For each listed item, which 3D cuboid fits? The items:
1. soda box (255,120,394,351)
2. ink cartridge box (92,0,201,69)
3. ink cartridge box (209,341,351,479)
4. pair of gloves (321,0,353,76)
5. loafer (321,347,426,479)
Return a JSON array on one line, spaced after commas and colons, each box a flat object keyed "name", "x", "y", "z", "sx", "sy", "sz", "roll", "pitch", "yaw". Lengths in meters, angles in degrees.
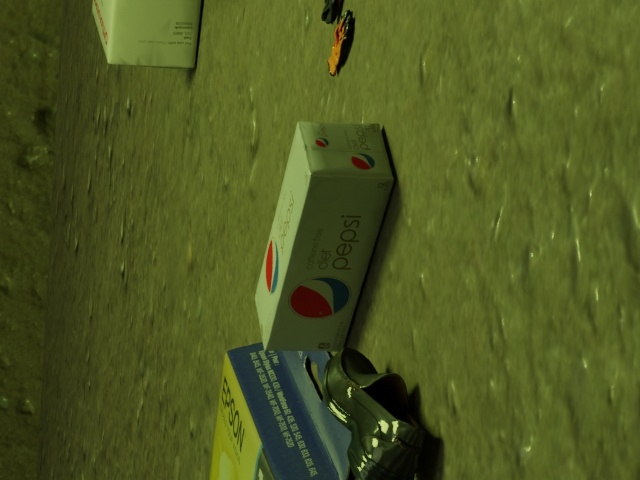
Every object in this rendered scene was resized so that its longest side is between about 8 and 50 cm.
[{"name": "soda box", "x": 0.000, "y": 0.000, "z": 1.577, "sx": 0.069, "sy": 0.074, "sz": 0.216, "roll": -103, "pitch": 20, "yaw": -44}, {"name": "ink cartridge box", "x": -0.218, "y": -0.383, "z": 2.376, "sx": 0.201, "sy": 0.117, "sz": 0.278, "roll": -114, "pitch": 28, "yaw": -59}, {"name": "ink cartridge box", "x": -0.045, "y": 0.232, "z": 1.753, "sx": 0.303, "sy": 0.072, "sz": 0.307, "roll": -119, "pitch": 31, "yaw": -64}, {"name": "pair of gloves", "x": 0.014, "y": -0.198, "z": 1.669, "sx": 0.074, "sy": 0.010, "sz": 0.083, "roll": 114, "pitch": 154, "yaw": -57}, {"name": "loafer", "x": 0.047, "y": 0.128, "z": 1.440, "sx": 0.061, "sy": 0.062, "sz": 0.170, "roll": -59, "pitch": 29, "yaw": 20}]
